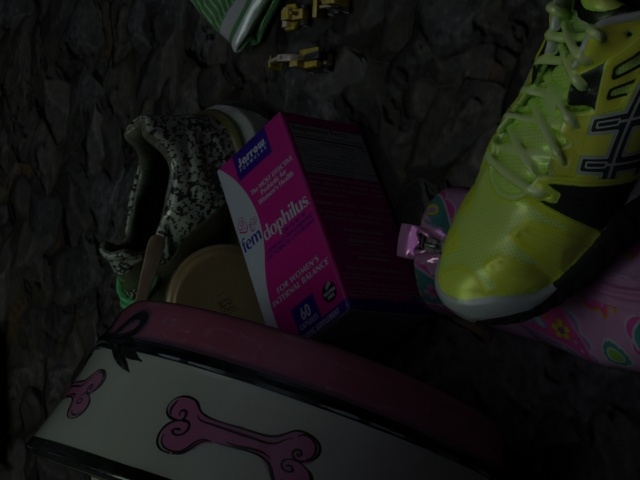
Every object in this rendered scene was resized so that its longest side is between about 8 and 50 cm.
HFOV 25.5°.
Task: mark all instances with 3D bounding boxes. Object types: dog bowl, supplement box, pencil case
[{"bbox_3d":[-0.028,0.177,1.185,0.408,0.408,0.150,7,73,47],"label":"dog bowl"},{"bbox_3d":[0.000,0.000,1.361,0.111,0.114,0.220,-41,56,37],"label":"supplement box"},{"bbox_3d":[0.197,0.030,1.145,0.284,0.124,0.124,16,97,45],"label":"pencil case"}]

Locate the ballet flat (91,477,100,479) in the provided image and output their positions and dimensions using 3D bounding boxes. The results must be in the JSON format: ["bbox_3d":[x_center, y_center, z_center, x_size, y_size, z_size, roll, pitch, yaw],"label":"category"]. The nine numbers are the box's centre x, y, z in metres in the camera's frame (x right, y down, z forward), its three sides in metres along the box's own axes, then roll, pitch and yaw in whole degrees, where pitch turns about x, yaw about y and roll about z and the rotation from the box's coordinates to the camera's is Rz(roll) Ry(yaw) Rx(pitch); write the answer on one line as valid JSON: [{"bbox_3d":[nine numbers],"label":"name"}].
[{"bbox_3d":[-0.229,0.227,1.602,0.080,0.073,0.232,-33,62,39],"label":"ballet flat"}]

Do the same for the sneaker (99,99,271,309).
[{"bbox_3d":[-0.164,0.048,1.476,0.158,0.182,0.410,3,88,47],"label":"sneaker"}]

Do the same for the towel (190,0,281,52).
[{"bbox_3d":[-0.110,-0.385,1.576,0.325,0.038,0.248,50,121,37],"label":"towel"}]

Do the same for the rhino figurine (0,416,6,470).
[{"bbox_3d":[-0.455,0.222,1.842,0.106,0.073,0.243,-20,72,47],"label":"rhino figurine"}]

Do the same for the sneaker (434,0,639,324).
[{"bbox_3d":[0.195,-0.112,1.043,0.384,0.147,0.145,-55,42,6],"label":"sneaker"}]

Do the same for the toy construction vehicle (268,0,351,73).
[{"bbox_3d":[-0.015,-0.216,1.456,0.098,0.035,0.086,4,88,47],"label":"toy construction vehicle"}]

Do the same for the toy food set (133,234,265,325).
[{"bbox_3d":[-0.099,0.069,1.422,0.038,0.192,0.132,-168,94,-76],"label":"toy food set"}]
